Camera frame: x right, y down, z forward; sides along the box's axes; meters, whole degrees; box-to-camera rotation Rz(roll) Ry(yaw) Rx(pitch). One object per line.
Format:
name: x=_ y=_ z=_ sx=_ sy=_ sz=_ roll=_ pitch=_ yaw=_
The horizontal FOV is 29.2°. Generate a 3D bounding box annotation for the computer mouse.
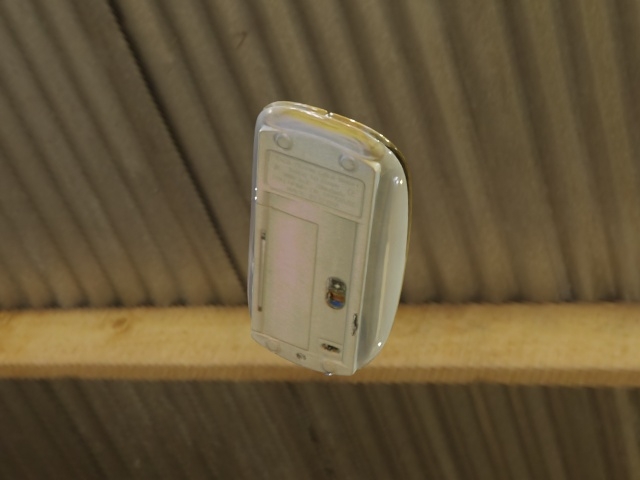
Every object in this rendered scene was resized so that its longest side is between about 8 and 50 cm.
computer mouse: x=0.001 y=-0.001 z=0.745 sx=0.102 sy=0.045 sz=0.199 roll=18 pitch=-48 yaw=17
